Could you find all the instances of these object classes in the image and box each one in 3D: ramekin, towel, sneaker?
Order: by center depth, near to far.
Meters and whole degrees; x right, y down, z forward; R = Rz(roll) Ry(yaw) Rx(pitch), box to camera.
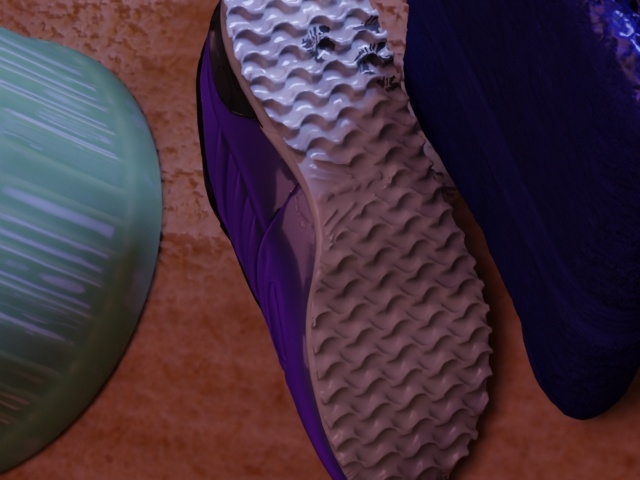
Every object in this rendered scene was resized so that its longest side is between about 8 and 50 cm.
[{"bbox_3d":[0.108,-0.072,0.732,0.076,0.308,0.228,-21,68,-7],"label":"towel"},{"bbox_3d":[0.001,0.000,0.907,0.146,0.102,0.293,152,106,-66],"label":"sneaker"},{"bbox_3d":[-0.262,-0.009,1.051,0.303,0.148,0.303,-12,67,31],"label":"ramekin"}]
